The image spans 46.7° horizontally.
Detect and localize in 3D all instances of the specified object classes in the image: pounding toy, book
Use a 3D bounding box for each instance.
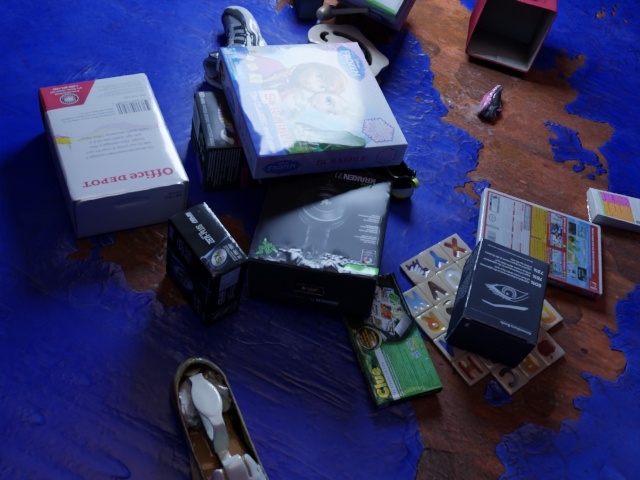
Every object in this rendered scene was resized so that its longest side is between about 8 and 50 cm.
[{"bbox_3d":[0.052,-0.484,1.813,0.154,0.155,0.269,-25,64,-33],"label":"pounding toy"},{"bbox_3d":[0.710,-0.072,1.759,0.144,0.035,0.096,12,50,-5],"label":"book"}]

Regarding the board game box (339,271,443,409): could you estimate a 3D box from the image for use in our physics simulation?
[{"bbox_3d":[0.124,0.187,1.427,0.136,0.030,0.260,-9,58,-18],"label":"board game box"}]

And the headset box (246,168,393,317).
[{"bbox_3d":[0.000,0.000,1.449,0.246,0.131,0.283,11,52,4],"label":"headset box"}]

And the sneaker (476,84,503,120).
[{"bbox_3d":[0.442,-0.348,1.889,0.057,0.047,0.119,42,56,-7],"label":"sneaker"}]

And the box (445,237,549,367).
[{"bbox_3d":[0.352,0.122,1.470,0.153,0.108,0.207,23,54,2],"label":"box"}]

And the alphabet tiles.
[{"bbox_3d":[0.331,0.142,1.526,0.285,0.011,0.342,-26,65,-29],"label":"alphabet tiles"}]

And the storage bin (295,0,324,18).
[{"bbox_3d":[-0.037,-0.653,1.952,0.098,0.091,0.135,-2,55,-15],"label":"storage bin"}]

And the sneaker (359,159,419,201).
[{"bbox_3d":[0.136,-0.189,1.659,0.234,0.097,0.084,43,56,17],"label":"sneaker"}]

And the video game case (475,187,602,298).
[{"bbox_3d":[0.487,0.003,1.646,0.285,0.025,0.204,18,51,-2],"label":"video game case"}]

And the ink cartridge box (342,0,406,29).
[{"bbox_3d":[0.135,-0.640,1.877,0.198,0.115,0.273,28,10,4],"label":"ink cartridge box"}]

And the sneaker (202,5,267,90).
[{"bbox_3d":[-0.215,-0.453,1.758,0.153,0.101,0.269,-15,62,-26],"label":"sneaker"}]

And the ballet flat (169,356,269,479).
[{"bbox_3d":[-0.157,0.342,1.199,0.123,0.123,0.349,-16,61,-23],"label":"ballet flat"}]

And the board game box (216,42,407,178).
[{"bbox_3d":[-0.023,-0.278,1.524,0.317,0.066,0.319,-8,56,-20],"label":"board game box"}]

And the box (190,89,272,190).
[{"bbox_3d":[-0.130,-0.219,1.588,0.270,0.143,0.165,-6,57,-18],"label":"box"}]

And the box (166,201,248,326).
[{"bbox_3d":[-0.211,0.047,1.354,0.077,0.180,0.147,-27,66,-29],"label":"box"}]

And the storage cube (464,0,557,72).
[{"bbox_3d":[0.507,-0.598,1.978,0.183,0.215,0.193,17,46,0],"label":"storage cube"}]

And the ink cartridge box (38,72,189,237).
[{"bbox_3d":[-0.420,-0.176,1.494,0.226,0.131,0.306,-12,60,-22],"label":"ink cartridge box"}]
